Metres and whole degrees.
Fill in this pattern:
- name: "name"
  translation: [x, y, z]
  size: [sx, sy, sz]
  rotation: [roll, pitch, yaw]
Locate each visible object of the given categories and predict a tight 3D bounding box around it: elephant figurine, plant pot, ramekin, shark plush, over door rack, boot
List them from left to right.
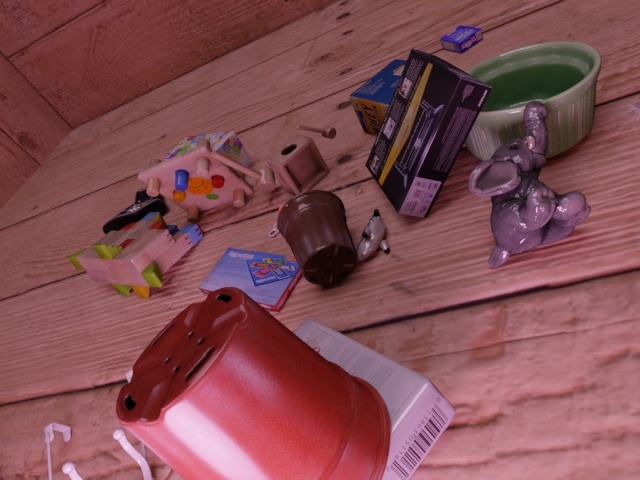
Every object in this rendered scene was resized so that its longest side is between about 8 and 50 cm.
- name: "over door rack"
  translation: [-0.466, 0.429, 0.880]
  size: [0.240, 0.108, 0.324]
  rotation: [-34, 38, -3]
- name: "boot"
  translation: [-0.688, -0.112, 1.642]
  size: [0.237, 0.085, 0.178]
  rotation: [-28, 35, -5]
- name: "plant pot"
  translation: [-0.093, 0.219, 0.581]
  size: [0.273, 0.265, 0.272]
  rotation: [-32, 25, 17]
- name: "plant pot"
  translation: [0.000, 0.000, 0.992]
  size: [0.167, 0.167, 0.165]
  rotation: [-28, 45, 6]
- name: "shark plush"
  translation: [0.110, -0.023, 1.021]
  size: [0.067, 0.073, 0.161]
  rotation: [-43, 31, 42]
- name: "elephant figurine"
  translation: [0.366, -0.108, 0.824]
  size: [0.186, 0.169, 0.239]
  rotation: [-17, 58, -4]
- name: "ramekin"
  translation: [0.455, -0.304, 0.993]
  size: [0.304, 0.148, 0.303]
  rotation: [-18, 36, 14]

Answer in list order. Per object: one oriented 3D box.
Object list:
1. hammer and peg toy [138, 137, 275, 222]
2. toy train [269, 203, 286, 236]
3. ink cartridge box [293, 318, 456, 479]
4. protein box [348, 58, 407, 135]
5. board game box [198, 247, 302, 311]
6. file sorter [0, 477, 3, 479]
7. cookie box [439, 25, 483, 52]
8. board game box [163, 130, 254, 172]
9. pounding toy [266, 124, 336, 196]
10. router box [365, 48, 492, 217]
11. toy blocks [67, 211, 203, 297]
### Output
- name: "hammer and peg toy"
  translation: [-0.335, -0.197, 1.347]
  size: [0.362, 0.266, 0.127]
  rotation: [-17, 59, 20]
- name: "toy train"
  translation: [-0.069, -0.057, 1.183]
  size: [0.167, 0.046, 0.125]
  rotation: [0, 48, 34]
- name: "ink cartridge box"
  translation: [-0.013, 0.311, 0.746]
  size: [0.308, 0.091, 0.385]
  rotation: [-47, 23, -17]
- name: "protein box"
  translation: [0.233, -0.408, 1.284]
  size: [0.200, 0.136, 0.201]
  rotation: [-41, 39, -11]
- name: "board game box"
  translation: [-0.174, 0.091, 1.111]
  size: [0.282, 0.027, 0.145]
  rotation: [6, 53, 39]
- name: "file sorter"
  translation: [-0.821, 0.537, 0.861]
  size: [0.202, 0.290, 0.182]
  rotation: [-45, 37, -16]
- name: "cookie box"
  translation: [0.476, -0.684, 1.494]
  size: [0.092, 0.040, 0.107]
  rotation: [-35, 38, -2]
- name: "board game box"
  translation: [-0.402, -0.286, 1.583]
  size: [0.276, 0.144, 0.142]
  rotation: [7, 52, 39]
- name: "pounding toy"
  translation: [-0.051, -0.265, 1.287]
  size: [0.206, 0.181, 0.094]
  rotation: [-43, 39, -13]
- name: "router box"
  translation: [0.224, -0.245, 1.004]
  size: [0.081, 0.308, 0.242]
  rotation: [8, 33, -21]
- name: "toy blocks"
  translation: [-0.548, 0.014, 1.361]
  size: [0.382, 0.190, 0.260]
  rotation: [0, 37, 34]
